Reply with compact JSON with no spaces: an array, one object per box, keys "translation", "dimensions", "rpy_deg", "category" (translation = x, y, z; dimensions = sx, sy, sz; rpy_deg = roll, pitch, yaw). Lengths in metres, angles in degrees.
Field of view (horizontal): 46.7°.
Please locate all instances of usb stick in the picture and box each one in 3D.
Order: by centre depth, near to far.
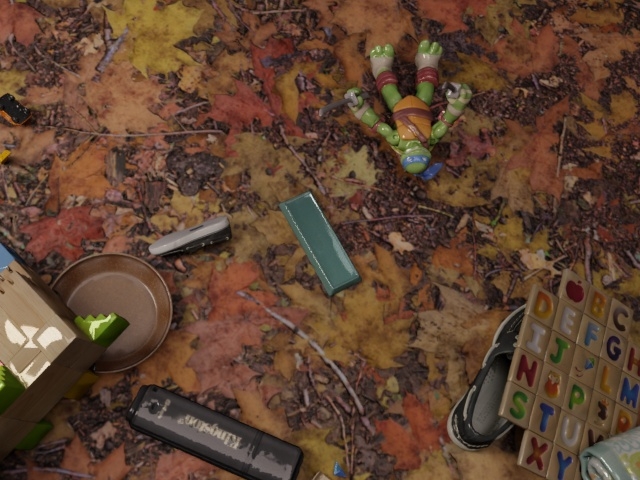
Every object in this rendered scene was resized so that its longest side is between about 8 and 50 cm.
[{"translation":[-0.160,0.304,1.140],"dimensions":[0.278,0.045,0.077],"rpy_deg":[23,68,1],"category":"usb stick"}]

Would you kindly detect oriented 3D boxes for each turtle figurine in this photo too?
[{"translation":[0.155,-0.270,1.311],"dimensions":[0.275,0.198,0.266],"rpy_deg":[37,39,-38],"category":"turtle figurine"}]

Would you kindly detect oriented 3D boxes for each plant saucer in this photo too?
[{"translation":[-0.337,0.117,1.189],"dimensions":[0.199,0.036,0.198],"rpy_deg":[3,68,-7],"category":"plant saucer"},{"translation":[0.000,0.000,1.298],"dimensions":[0.067,0.018,0.192],"rpy_deg":[-25,74,-17],"category":"plant saucer"}]

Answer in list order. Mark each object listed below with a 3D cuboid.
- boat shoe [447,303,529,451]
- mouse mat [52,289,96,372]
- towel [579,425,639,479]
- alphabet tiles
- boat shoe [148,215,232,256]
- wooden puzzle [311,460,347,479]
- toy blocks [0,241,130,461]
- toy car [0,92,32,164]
[{"translation":[0.322,0.216,1.224],"dimensions":[0.114,0.091,0.302],"rpy_deg":[33,68,5],"category":"boat shoe"},{"translation":[-0.456,0.182,1.135],"dimensions":[0.190,0.007,0.152],"rpy_deg":[-31,80,-4],"category":"mouse mat"},{"translation":[0.609,0.461,1.162],"dimensions":[0.321,0.090,0.374],"rpy_deg":[-11,72,-24],"category":"towel"},{"translation":[0.426,0.233,1.221],"dimensions":[0.285,0.011,0.342],"rpy_deg":[30,66,-20],"category":"alphabet tiles"},{"translation":[-0.216,0.002,1.249],"dimensions":[0.142,0.049,0.040],"rpy_deg":[-21,112,-11],"category":"boat shoe"},{"translation":[0.004,0.405,1.145],"dimensions":[0.116,0.014,0.078],"rpy_deg":[-41,84,-20],"category":"wooden puzzle"},{"translation":[-0.506,0.169,1.064],"dimensions":[0.261,0.190,0.381],"rpy_deg":[40,83,20],"category":"toy blocks"},{"translation":[-0.545,-0.190,1.272],"dimensions":[0.060,0.040,0.122],"rpy_deg":[27,63,-21],"category":"toy car"}]
